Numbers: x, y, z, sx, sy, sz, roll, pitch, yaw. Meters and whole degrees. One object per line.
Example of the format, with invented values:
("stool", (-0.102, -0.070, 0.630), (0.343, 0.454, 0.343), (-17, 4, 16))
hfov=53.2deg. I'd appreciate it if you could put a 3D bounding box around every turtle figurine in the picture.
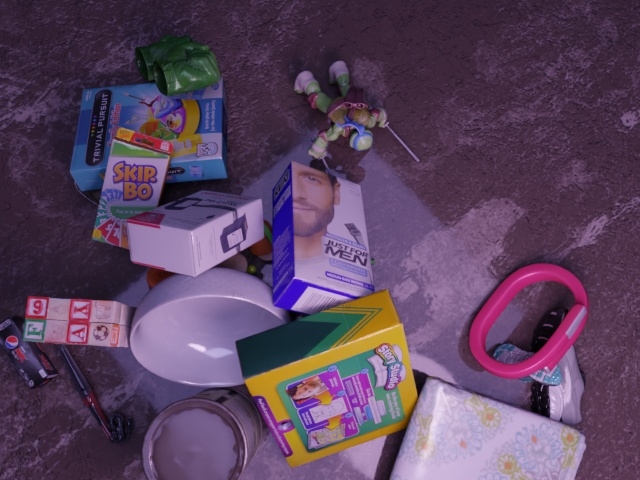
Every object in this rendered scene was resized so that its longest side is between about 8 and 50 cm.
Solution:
("turtle figurine", (0.053, -0.274, 1.519), (0.198, 0.275, 0.266), (-35, 61, 18))

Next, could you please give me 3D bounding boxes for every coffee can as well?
("coffee can", (-0.234, 0.418, 1.332), (0.202, 0.275, 0.201), (0, 82, 1))

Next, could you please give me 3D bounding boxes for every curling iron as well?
("curling iron", (-0.520, 0.350, 1.468), (0.068, 0.035, 0.274), (-37, 84, -9))

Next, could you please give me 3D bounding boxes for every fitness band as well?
("fitness band", (0.459, 0.177, 1.410), (0.291, 0.209, 0.054), (-49, 128, -10))

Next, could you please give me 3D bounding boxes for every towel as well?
("towel", (0.343, 0.492, 1.341), (0.374, 0.090, 0.320), (20, 87, -4))

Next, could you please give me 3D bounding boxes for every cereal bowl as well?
("cereal bowl", (-0.226, 0.169, 1.363), (0.339, 0.339, 0.141), (-4, 47, 0))

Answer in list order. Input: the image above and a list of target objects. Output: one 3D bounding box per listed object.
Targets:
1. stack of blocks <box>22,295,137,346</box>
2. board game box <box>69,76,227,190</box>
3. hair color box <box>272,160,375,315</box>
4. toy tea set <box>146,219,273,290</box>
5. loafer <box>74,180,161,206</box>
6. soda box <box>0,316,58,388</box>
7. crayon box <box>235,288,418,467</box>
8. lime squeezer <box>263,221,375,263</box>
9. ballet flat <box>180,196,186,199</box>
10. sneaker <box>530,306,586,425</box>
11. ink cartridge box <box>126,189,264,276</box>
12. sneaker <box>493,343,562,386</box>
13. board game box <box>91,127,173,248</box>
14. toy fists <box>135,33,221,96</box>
("stack of blocks", (-0.477, 0.180, 1.359), (0.171, 0.297, 0.087), (3, 80, 1))
("board game box", (-0.388, -0.251, 1.485), (0.336, 0.079, 0.253), (-5, 58, 0))
("hair color box", (0.000, 0.000, 1.363), (0.185, 0.110, 0.339), (17, 42, -22))
("toy tea set", (-0.254, 0.058, 1.488), (0.336, 0.124, 0.200), (-6, 52, 3))
("loafer", (-0.481, -0.112, 1.494), (0.251, 0.087, 0.094), (25, 82, 18))
("soda box", (-0.679, 0.257, 1.471), (0.053, 0.060, 0.169), (-36, 84, -3))
("crayon box", (0.032, 0.295, 1.316), (0.313, 0.363, 0.106), (-19, 44, -3))
("lime squeezer", (-0.029, 0.041, 1.477), (0.310, 0.059, 0.110), (21, 89, -20))
("ballet flat", (-0.324, -0.046, 1.471), (0.049, 0.173, 0.057), (-25, 113, 19))
("sneaker", (0.542, 0.286, 1.439), (0.108, 0.100, 0.271), (3, 88, -8))
("ink cartridge box", (-0.252, -0.023, 1.327), (0.172, 0.237, 0.100), (10, 113, 28))
("sneaker", (0.464, 0.285, 1.412), (0.065, 0.166, 0.076), (-43, 123, -16))
("board game box", (-0.410, -0.106, 1.393), (0.124, 0.039, 0.259), (16, 107, -8))
("toy fists", (-0.328, -0.415, 1.482), (0.142, 0.279, 0.096), (-17, 122, -24))
